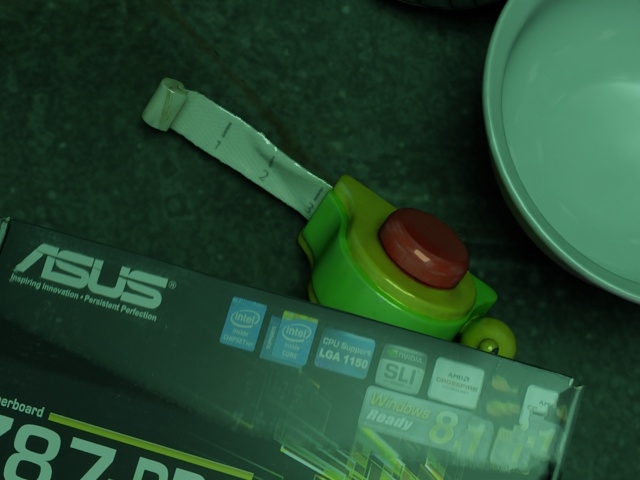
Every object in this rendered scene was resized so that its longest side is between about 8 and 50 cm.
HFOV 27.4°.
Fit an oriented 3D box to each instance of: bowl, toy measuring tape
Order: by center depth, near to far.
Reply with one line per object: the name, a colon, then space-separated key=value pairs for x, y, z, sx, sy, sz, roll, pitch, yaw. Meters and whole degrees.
toy measuring tape: x=0.000 y=0.000 z=0.943 sx=0.330 sy=0.121 sz=0.121 roll=35 pitch=73 yaw=0
bowl: x=0.248 y=-0.077 z=1.002 sx=0.298 sy=0.134 sz=0.297 roll=3 pitch=75 yaw=-11

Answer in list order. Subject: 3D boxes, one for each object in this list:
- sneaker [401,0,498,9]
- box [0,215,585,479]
sneaker: x=0.167 y=-0.255 z=1.061 sx=0.283 sy=0.124 sz=0.107 roll=-11 pitch=101 yaw=10
box: x=-0.063 y=0.190 z=0.842 sx=0.395 sy=0.097 sz=0.318 roll=16 pitch=80 yaw=7
